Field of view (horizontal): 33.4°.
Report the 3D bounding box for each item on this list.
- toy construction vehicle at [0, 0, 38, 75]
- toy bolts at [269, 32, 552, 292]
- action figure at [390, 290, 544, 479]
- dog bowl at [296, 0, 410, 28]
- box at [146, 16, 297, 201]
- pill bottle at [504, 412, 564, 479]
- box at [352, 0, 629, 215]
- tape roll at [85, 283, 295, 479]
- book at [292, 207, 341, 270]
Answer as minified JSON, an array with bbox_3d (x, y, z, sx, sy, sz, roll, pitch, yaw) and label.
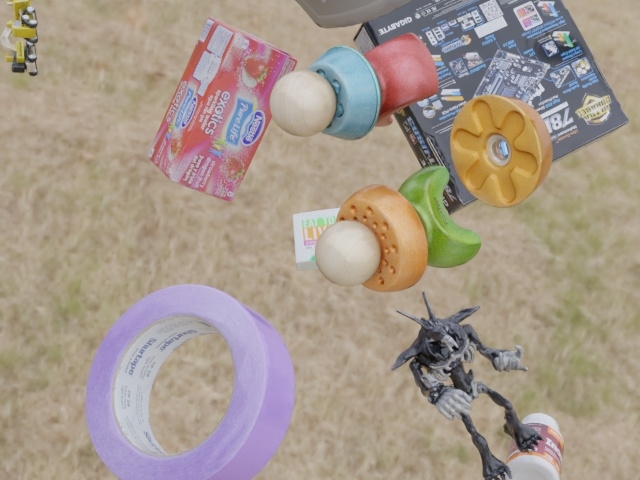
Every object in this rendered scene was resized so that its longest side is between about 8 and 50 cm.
[{"bbox_3d":[-0.314,-0.220,1.106,0.035,0.086,0.098,-6,50,-17],"label":"toy construction vehicle"},{"bbox_3d":[0.062,-0.082,0.952,0.158,0.218,0.228,-19,78,-38],"label":"toy bolts"},{"bbox_3d":[0.216,0.200,1.515,0.164,0.276,0.141,-36,9,-17],"label":"action figure"},{"bbox_3d":[0.067,-0.392,1.126,0.102,0.349,0.349,41,10,-35],"label":"dog bowl"},{"bbox_3d":[-0.160,-0.209,1.704,0.122,0.257,0.128,20,11,-32],"label":"box"},{"bbox_3d":[0.335,0.335,1.665,0.086,0.086,0.152,20,27,8],"label":"pill bottle"},{"bbox_3d":[0.242,-0.228,1.509,0.295,0.073,0.293,-27,86,-15],"label":"box"},{"bbox_3d":[-0.175,0.201,1.419,0.275,0.275,0.090,35,-2,32],"label":"tape roll"},{"bbox_3d":[0.000,0.000,1.926,0.096,0.035,0.144,-5,38,-2],"label":"book"}]
